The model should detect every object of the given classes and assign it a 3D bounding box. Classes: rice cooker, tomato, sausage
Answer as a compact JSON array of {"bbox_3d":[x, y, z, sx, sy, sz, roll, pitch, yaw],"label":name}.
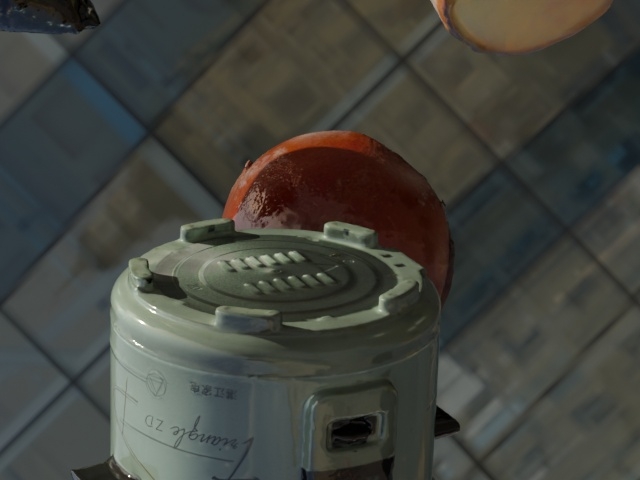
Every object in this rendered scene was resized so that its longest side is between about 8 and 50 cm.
[{"bbox_3d":[-0.032,0.120,1.219,0.281,0.227,0.241,-9,-158,-29],"label":"rice cooker"},{"bbox_3d":[0.000,0.000,1.567,0.228,0.199,0.112,16,-175,21],"label":"tomato"},{"bbox_3d":[0.185,-0.379,1.970,0.233,0.233,0.287,38,-159,-49],"label":"sausage"}]

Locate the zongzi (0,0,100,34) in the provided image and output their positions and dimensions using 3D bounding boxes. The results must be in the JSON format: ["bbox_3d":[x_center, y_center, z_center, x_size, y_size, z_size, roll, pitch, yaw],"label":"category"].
[{"bbox_3d":[-0.425,-0.304,1.521,0.319,0.362,0.383,-90,-17,-54],"label":"zongzi"}]
